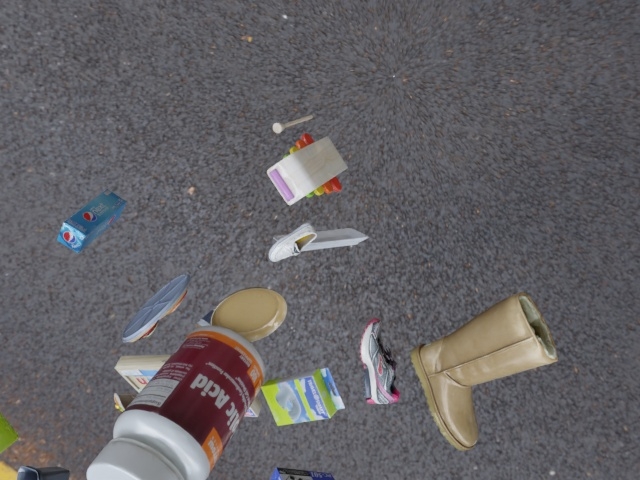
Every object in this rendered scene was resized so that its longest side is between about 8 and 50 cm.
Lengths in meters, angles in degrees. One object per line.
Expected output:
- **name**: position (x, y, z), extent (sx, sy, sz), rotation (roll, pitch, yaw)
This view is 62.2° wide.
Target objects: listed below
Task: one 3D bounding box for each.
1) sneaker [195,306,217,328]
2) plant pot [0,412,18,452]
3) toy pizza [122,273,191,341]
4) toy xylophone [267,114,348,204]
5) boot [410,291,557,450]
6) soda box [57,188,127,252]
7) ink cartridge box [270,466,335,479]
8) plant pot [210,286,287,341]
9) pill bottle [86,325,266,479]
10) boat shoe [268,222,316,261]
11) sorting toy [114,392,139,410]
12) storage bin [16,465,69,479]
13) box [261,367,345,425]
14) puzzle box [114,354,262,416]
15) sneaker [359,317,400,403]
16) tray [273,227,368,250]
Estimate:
- **sneaker**: position (-0.278, 0.334, 1.833), extent (0.282, 0.153, 0.099), rotation (44, 151, -5)
- **plant pot**: position (-0.751, 0.361, 0.972), extent (0.228, 0.207, 0.227), rotation (-17, 112, 37)
- **toy pizza**: position (-0.359, 0.155, 1.185), extent (0.201, 0.201, 0.032), rotation (-36, 108, 16)
- **toy xylophone**: position (-0.036, -0.237, 1.534), extent (0.081, 0.323, 0.236), rotation (-29, 88, 35)
- **boot**: position (0.320, 0.258, 1.005), extent (0.270, 0.089, 0.236), rotation (-36, 76, 38)
- **soda box**: position (-0.621, -0.057, 1.452), extent (0.067, 0.210, 0.071), rotation (34, 121, -6)
- **ink cartridge box**: position (-0.039, 0.742, 1.597), extent (0.207, 0.097, 0.046), rotation (21, 99, -31)
- **plant pot**: position (-0.220, 0.224, 1.630), extent (0.237, 0.032, 0.236), rotation (-12, 132, -13)
- **pill bottle**: position (-0.298, 0.388, 1.156), extent (0.224, 0.392, 0.224), rotation (12, 125, 17)
- **boat shoe**: position (-0.049, 0.010, 0.951), extent (0.100, 0.035, 0.035), rotation (-35, 134, 5)
- **sorting toy**: position (-0.461, 0.413, 1.307), extent (0.075, 0.083, 0.044), rotation (27, 97, 44)
- **storage bin**: position (-0.647, 0.589, 1.228), extent (0.098, 0.091, 0.135), rotation (-2, 77, 32)
- **box**: position (-0.043, 0.364, 1.230), extent (0.178, 0.042, 0.109), rotation (-21, 94, 31)
- **puzzle box**: position (-0.420, 0.465, 1.693), extent (0.409, 0.052, 0.272), rotation (-7, 131, 25)
- **sneaker**: position (0.207, 0.410, 1.815), extent (0.112, 0.121, 0.299), rotation (-4, 98, 22)
- **tray**: position (0.000, 0.000, 1.646), extent (0.271, 0.145, 0.030), rotation (-7, 105, -19)
